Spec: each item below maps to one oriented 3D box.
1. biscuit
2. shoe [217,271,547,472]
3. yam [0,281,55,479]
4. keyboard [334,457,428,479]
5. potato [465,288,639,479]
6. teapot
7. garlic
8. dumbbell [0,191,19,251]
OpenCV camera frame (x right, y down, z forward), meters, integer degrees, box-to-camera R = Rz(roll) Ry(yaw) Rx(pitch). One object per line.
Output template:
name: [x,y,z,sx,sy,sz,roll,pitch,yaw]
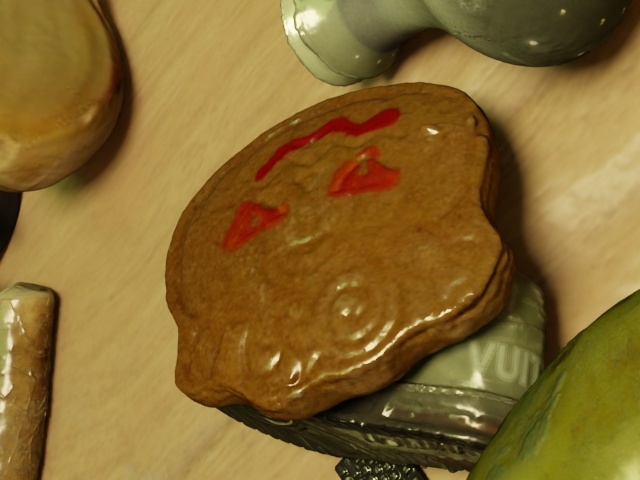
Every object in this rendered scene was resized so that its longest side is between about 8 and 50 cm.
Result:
biscuit: [-0.001,-0.001,0.710,0.273,0.049,0.257,-24,46,25]
shoe: [0.039,0.077,0.733,0.293,0.109,0.149,2,63,40]
yam: [-0.327,0.219,1.030,0.081,0.081,0.356,0,82,40]
keyboard: [0.081,0.225,0.724,0.061,0.013,0.204,-52,54,22]
potato: [0.207,0.123,0.505,0.304,0.216,0.216,-39,58,11]
teapot: [0.085,-0.191,0.705,0.251,0.183,0.183,-11,75,50]
garlic: [-0.290,-0.208,1.007,0.151,0.196,0.338,-16,68,21]
dumbbell: [-0.496,-0.068,1.157,0.388,0.185,0.185,20,95,41]
